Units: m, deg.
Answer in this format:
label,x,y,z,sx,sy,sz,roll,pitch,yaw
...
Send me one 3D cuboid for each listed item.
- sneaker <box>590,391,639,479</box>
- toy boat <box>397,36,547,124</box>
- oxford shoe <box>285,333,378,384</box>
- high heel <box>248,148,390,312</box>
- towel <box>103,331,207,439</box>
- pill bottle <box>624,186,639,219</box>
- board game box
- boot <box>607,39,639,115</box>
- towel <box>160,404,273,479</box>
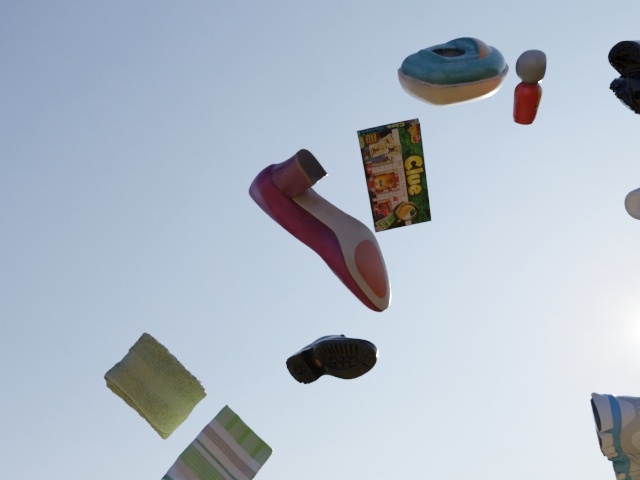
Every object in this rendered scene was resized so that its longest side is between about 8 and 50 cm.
label,x,y,z,sx,sy,sz,roll,pitch,yaw
sneaker,0.327,0.199,0.756,0.082,0.071,0.190,-13,-30,22
toy boat,0.338,-0.358,1.595,0.267,0.318,0.148,-22,-53,-34
oxford shoe,0.033,0.201,1.381,0.096,0.083,0.227,-34,12,-38
high heel,0.000,0.000,1.581,0.181,0.377,0.127,-28,0,43
towel,-0.255,0.226,1.186,0.148,0.110,0.027,49,-31,-17
pill bottle,0.454,-0.058,1.027,0.083,0.043,0.043,-21,-24,-32
board game box,0.165,-0.138,1.663,0.136,0.030,0.260,-14,-53,1
boot,0.591,-0.234,1.273,0.207,0.247,0.094,-24,-1,-36
towel,-0.152,0.339,1.136,0.113,0.152,0.023,47,-29,-10
